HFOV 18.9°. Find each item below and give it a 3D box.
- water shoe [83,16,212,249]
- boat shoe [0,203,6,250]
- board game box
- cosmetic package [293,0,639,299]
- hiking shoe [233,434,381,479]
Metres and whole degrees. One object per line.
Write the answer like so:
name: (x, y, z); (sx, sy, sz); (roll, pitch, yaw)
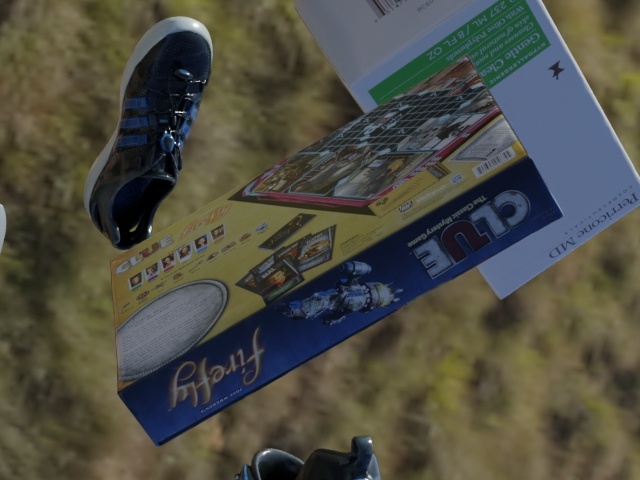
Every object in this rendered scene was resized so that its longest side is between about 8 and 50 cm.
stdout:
water shoe: (-0.129, -0.084, 1.569); (0.073, 0.080, 0.203); (4, 124, -33)
boat shoe: (-0.380, -0.018, 1.790); (0.113, 0.105, 0.306); (-65, 168, -8)
board game box: (0.000, 0.000, 1.050); (0.042, 0.243, 0.165); (57, 7, -24)
cosmetic package: (0.153, -0.133, 1.859); (0.197, 0.155, 0.365); (-36, 135, 5)
hiking shoe: (-0.034, 0.216, 1.364); (0.113, 0.304, 0.132); (8, 76, -34)
